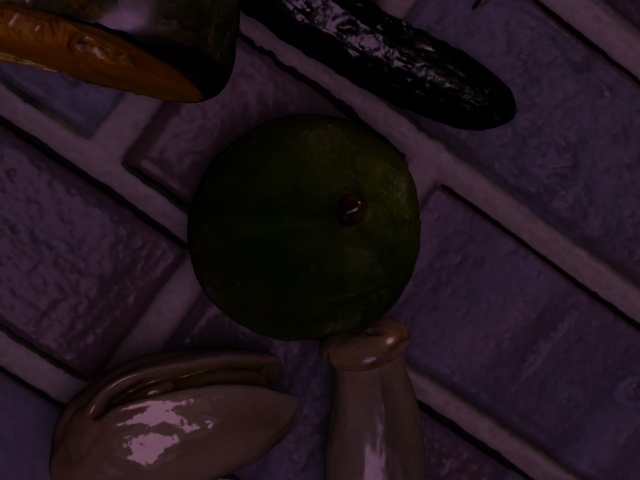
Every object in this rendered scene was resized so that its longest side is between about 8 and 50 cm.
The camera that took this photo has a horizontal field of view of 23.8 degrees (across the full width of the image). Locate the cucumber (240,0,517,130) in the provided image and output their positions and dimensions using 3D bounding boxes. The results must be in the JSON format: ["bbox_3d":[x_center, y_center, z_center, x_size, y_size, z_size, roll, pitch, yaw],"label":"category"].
[{"bbox_3d":[0.038,-0.172,1.298,0.303,0.072,0.081,32,95,-17],"label":"cucumber"}]

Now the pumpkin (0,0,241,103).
[{"bbox_3d":[-0.199,-0.246,1.180,0.325,0.242,0.232,19,77,-2],"label":"pumpkin"}]

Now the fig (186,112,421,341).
[{"bbox_3d":[0.000,0.000,1.249,0.203,0.235,0.203,-3,100,-14],"label":"fig"}]

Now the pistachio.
[{"bbox_3d":[-0.130,0.161,1.323,0.223,0.126,0.152,-21,140,-10],"label":"pistachio"}]

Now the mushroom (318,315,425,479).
[{"bbox_3d":[0.047,0.188,1.372,0.108,0.096,0.246,-12,109,-39],"label":"mushroom"}]

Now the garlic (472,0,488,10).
[{"bbox_3d":[0.090,-0.299,1.241,0.257,0.207,0.207,18,103,-58],"label":"garlic"}]
